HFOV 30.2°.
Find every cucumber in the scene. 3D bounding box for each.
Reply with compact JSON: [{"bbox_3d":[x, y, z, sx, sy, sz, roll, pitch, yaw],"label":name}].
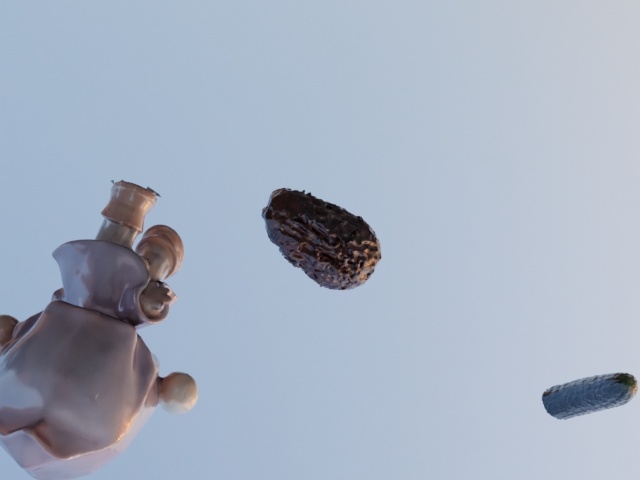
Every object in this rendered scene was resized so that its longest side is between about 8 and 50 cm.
[{"bbox_3d":[0.385,0.213,1.664,0.058,0.214,0.052,11,-108,-15],"label":"cucumber"}]

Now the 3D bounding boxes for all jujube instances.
[{"bbox_3d":[0.001,0.002,1.432,0.165,0.104,0.104,24,-147,-30],"label":"jujube"}]

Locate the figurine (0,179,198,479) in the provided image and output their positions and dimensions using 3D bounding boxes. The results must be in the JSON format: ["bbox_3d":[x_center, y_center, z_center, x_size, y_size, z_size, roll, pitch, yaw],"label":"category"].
[{"bbox_3d":[-0.194,0.082,1.024,0.200,0.133,0.276,17,-120,2],"label":"figurine"}]
